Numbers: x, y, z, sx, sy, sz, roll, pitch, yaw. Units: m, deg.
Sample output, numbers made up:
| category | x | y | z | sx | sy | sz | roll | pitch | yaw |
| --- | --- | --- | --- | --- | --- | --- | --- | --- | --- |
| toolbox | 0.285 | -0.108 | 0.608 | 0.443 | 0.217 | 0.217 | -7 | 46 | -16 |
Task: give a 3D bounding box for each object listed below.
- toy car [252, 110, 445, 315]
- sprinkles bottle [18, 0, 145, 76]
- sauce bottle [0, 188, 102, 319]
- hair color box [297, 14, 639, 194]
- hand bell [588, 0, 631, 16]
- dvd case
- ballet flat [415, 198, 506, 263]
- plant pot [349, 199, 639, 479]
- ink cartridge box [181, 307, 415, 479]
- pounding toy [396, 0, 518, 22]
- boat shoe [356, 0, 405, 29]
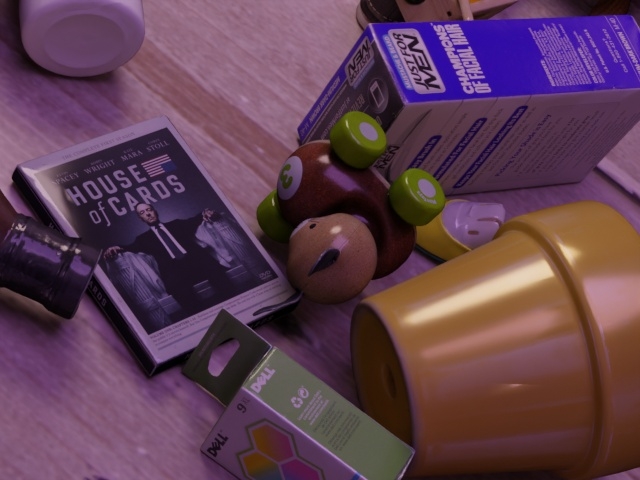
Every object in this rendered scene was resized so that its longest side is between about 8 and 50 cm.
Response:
| category | x | y | z | sx | sy | sz | roll | pitch | yaw |
| --- | --- | --- | --- | --- | --- | --- | --- | --- | --- |
| toy car | 0.000 | 0.000 | 1.503 | 0.149 | 0.155 | 0.188 | 44 | 38 | -2 |
| sprinkles bottle | -0.255 | -0.338 | 1.680 | 0.121 | 0.121 | 0.355 | 6 | 53 | -23 |
| sauce bottle | -0.356 | -0.034 | 1.405 | 0.344 | 0.111 | 0.111 | 23 | 48 | -9 |
| hair color box | 0.169 | -0.137 | 1.700 | 0.338 | 0.185 | 0.110 | -8 | 62 | -32 |
| hand bell | 0.390 | -0.320 | 2.030 | 0.126 | 0.126 | 0.242 | 37 | 60 | 3 |
| dvd case | -0.153 | -0.001 | 1.539 | 0.179 | 0.029 | 0.239 | -24 | 69 | -38 |
| ballet flat | 0.187 | 0.005 | 1.675 | 0.231 | 0.077 | 0.077 | 31 | 49 | -2 |
| plant pot | 0.164 | 0.107 | 1.489 | 0.239 | 0.254 | 0.254 | -11 | 60 | -16 |
| ink cartridge box | -0.034 | 0.165 | 1.418 | 0.209 | 0.109 | 0.062 | 37 | 47 | 3 |
| pounding toy | 0.139 | -0.275 | 1.732 | 0.141 | 0.100 | 0.130 | -21 | 85 | -46 |
| boat shoe | 0.170 | -0.329 | 1.908 | 0.112 | 0.095 | 0.335 | 44 | 48 | 9 |
